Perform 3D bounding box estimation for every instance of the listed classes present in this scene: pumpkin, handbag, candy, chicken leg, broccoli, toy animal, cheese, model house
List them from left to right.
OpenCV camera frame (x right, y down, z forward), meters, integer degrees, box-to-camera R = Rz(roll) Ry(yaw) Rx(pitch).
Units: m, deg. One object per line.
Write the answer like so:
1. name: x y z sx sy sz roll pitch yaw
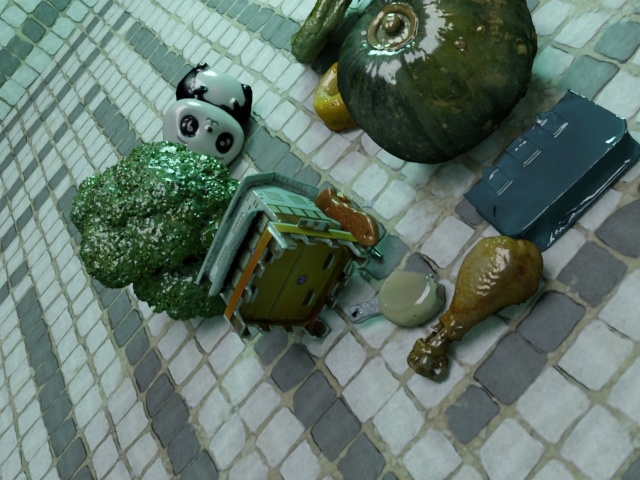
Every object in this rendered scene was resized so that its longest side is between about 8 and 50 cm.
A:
1. broccoli: -0.309 -0.036 1.573 0.413 0.310 0.321 30 89 18
2. toy animal: -0.262 -0.268 1.798 0.165 0.187 0.235 -43 27 53
3. model house: -0.075 0.033 1.303 0.215 0.198 0.224 50 122 44
4. candy: 0.063 -0.023 1.387 0.185 0.049 0.056 50 137 44
5. cheese: 0.118 0.089 1.227 0.171 0.047 0.092 -4 57 45
6. pumpkin: 0.197 -0.290 1.277 0.327 0.257 0.292 -36 54 21
7. chicken leg: 0.211 0.095 1.103 0.251 0.087 0.107 -52 26 11
8. handbag: 0.334 -0.104 1.153 0.229 0.062 0.179 -46 35 8

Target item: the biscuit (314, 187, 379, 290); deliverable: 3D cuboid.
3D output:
1. biscuit: 0.000 0.000 1.397 0.280 0.043 0.183 -9 74 48

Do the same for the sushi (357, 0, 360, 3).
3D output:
1. sushi: 0.242 -0.653 1.644 0.373 0.100 0.296 -52 1 -4

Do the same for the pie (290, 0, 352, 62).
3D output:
1. pie: 0.017 -0.509 1.710 0.277 0.078 0.277 -59 10 17

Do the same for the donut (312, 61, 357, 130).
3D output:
1. donut: 0.063 -0.308 1.580 0.190 0.074 0.174 -2 60 46
